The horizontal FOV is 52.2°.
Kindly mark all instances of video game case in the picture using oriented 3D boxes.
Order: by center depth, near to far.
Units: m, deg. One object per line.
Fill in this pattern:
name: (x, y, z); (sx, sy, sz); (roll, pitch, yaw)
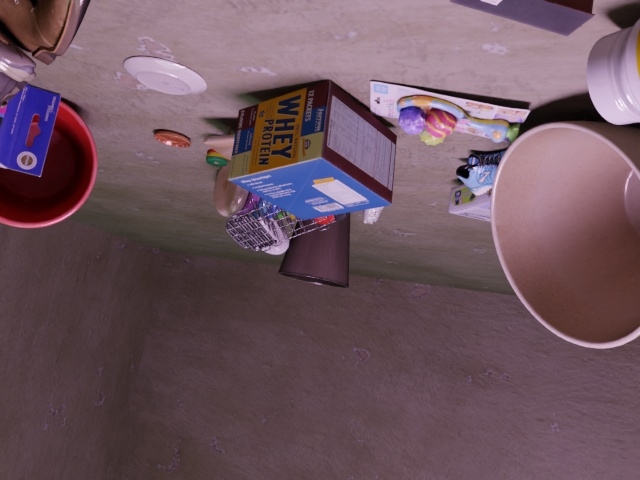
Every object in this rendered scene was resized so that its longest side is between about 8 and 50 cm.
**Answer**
video game case: (0.440, -0.075, 1.320); (0.269, 0.061, 0.244); (10, 171, -21)

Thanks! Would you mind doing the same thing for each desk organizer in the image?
desk organizer: (0.198, -0.247, 0.633); (0.130, 0.050, 0.047); (12, 171, -10)

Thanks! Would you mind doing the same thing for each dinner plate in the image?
dinner plate: (-0.263, -0.273, 1.105); (0.141, 0.017, 0.141); (9, 172, 1)

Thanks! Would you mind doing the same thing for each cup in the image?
cup: (0.455, -0.034, 0.983); (0.236, 0.331, 0.331); (-16, -179, -22)

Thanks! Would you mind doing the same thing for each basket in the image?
basket: (0.000, 0.000, 1.792); (0.204, 0.227, 0.154); (13, 170, -20)

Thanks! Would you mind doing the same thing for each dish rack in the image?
dish rack: (-0.079, -0.068, 1.493); (0.271, 0.074, 0.208); (-21, 152, 6)

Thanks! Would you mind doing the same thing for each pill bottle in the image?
pill bottle: (0.376, -0.180, 0.628); (0.119, 0.119, 0.208); (16, 170, -30)

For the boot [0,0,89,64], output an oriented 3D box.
boot: (-0.351, -0.298, 0.804); (0.115, 0.112, 0.305); (29, 164, -31)

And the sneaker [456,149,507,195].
sneaker: (0.302, -0.131, 1.184); (0.073, 0.063, 0.162); (29, 157, -14)

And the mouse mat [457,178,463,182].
mouse mat: (0.372, -0.126, 1.305); (0.152, 0.007, 0.190); (11, 170, -4)

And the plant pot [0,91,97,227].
plant pot: (-0.625, -0.174, 1.418); (0.274, 0.275, 0.243); (14, -179, -21)

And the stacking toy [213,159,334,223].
stacking toy: (-0.089, -0.106, 1.615); (0.330, 0.141, 0.141); (9, 173, -34)

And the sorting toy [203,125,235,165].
sorting toy: (-0.132, -0.196, 1.296); (0.274, 0.046, 0.132); (0, 167, 25)

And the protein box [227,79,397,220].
protein box: (-0.010, -0.141, 1.108); (0.199, 0.136, 0.201); (-8, 156, 37)

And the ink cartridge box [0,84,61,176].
ink cartridge box: (-0.686, -0.252, 1.199); (0.370, 0.176, 0.069); (15, 169, -26)

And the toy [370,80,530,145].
toy: (0.191, -0.181, 1.021); (0.237, 0.056, 0.137); (9, 170, 6)

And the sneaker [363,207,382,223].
sneaker: (0.139, -0.079, 1.678); (0.053, 0.061, 0.152); (12, 169, 1)

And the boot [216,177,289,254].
boot: (-0.183, -0.071, 1.708); (0.258, 0.095, 0.123); (44, 169, 6)

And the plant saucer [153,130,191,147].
plant saucer: (-0.329, -0.227, 1.454); (0.083, 0.013, 0.083); (10, 170, 2)

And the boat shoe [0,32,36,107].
boat shoe: (-0.517, -0.250, 0.969); (0.132, 0.130, 0.355); (43, 171, -23)
